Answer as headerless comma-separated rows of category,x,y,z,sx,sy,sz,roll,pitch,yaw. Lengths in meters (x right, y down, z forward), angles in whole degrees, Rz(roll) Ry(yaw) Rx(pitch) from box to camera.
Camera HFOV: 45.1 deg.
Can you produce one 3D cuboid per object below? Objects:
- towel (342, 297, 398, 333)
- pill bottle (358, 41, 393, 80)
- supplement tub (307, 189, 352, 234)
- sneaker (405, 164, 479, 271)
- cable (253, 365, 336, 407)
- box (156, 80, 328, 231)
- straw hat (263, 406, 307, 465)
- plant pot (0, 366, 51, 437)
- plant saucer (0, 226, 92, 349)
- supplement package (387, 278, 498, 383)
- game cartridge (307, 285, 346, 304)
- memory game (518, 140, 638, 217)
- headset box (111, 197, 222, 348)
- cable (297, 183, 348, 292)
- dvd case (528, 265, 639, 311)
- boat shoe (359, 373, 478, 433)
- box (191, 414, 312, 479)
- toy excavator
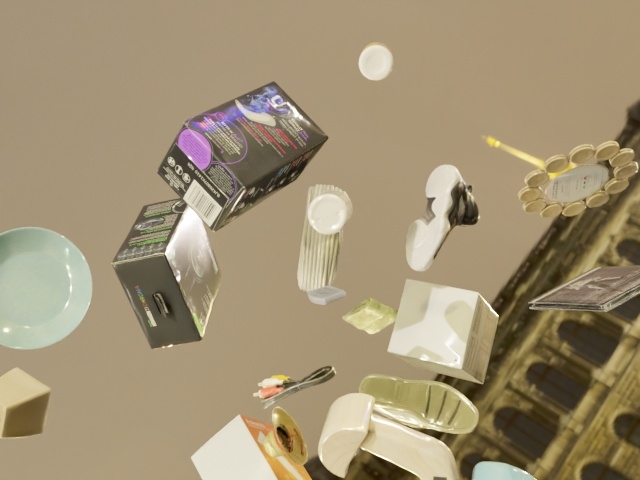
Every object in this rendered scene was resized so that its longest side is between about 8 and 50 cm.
towel,0.134,0.202,2.034,0.148,0.110,0.027,-43,28,51
pill bottle,0.072,-0.232,0.992,0.083,0.043,0.043,-77,6,-71
supplement tub,0.018,-0.050,1.343,0.071,0.071,0.107,-64,-4,9
sneaker,0.306,-0.037,1.879,0.153,0.101,0.269,27,-101,-43
cable,-0.092,0.457,2.471,0.072,0.287,0.139,60,-148,-8
box,-0.142,-0.163,1.446,0.270,0.165,0.143,-37,-8,-46
straw hat,-0.090,0.438,1.675,0.061,0.144,0.144,-29,-28,13
plant pot,-0.628,0.338,1.563,0.096,0.109,0.109,-14,-56,-60
plant saucer,-0.465,0.077,1.239,0.195,0.195,0.037,-52,6,-12
supplement package,0.329,0.242,2.027,0.262,0.199,0.198,38,-114,-61
game cartridge,0.009,0.107,1.500,0.056,0.083,0.017,-15,-79,-22
memory game,0.394,-0.090,1.186,0.186,0.012,0.186,-8,-31,-5
headset box,-0.350,0.077,1.795,0.283,0.131,0.246,-81,-23,-59
cable,0.000,0.000,1.758,0.257,0.089,0.257,-92,11,-83
dvd case,0.487,0.083,1.344,0.164,0.221,0.018,-24,-86,-17
boat shoe,0.248,0.405,1.898,0.113,0.302,0.103,-65,-29,-20
box,-0.123,0.618,1.852,0.168,0.345,0.215,-42,-33,5
toy excavator,0.233,0.449,1.305,0.222,0.432,0.445,-67,-26,-54
